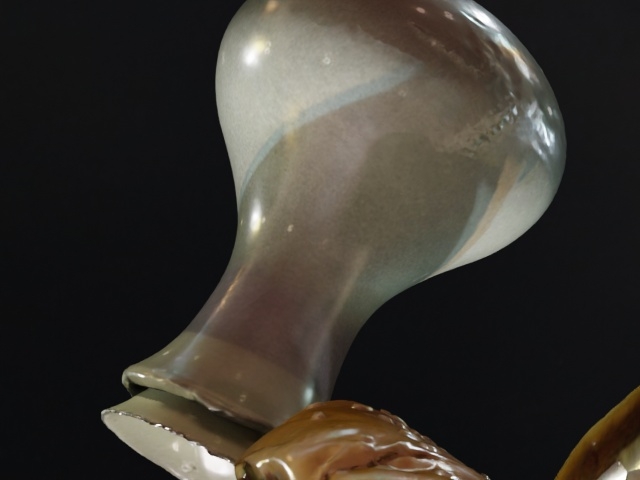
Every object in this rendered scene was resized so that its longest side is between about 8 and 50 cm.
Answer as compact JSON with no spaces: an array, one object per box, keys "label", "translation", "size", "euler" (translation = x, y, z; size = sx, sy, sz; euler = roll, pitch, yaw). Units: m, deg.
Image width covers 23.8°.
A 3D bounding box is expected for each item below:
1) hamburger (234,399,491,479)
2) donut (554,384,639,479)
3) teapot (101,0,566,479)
[{"label":"hamburger","translation":[0.051,0.174,0.551],"size":[0.146,0.243,0.286],"euler":[-37,-135,-6]},{"label":"donut","translation":[0.248,0.209,0.778],"size":[0.160,0.330,0.330],"euler":[21,-140,-43]},{"label":"teapot","translation":[0.000,0.000,0.725],"size":[0.183,0.183,0.251],"euler":[25,-109,11]}]
